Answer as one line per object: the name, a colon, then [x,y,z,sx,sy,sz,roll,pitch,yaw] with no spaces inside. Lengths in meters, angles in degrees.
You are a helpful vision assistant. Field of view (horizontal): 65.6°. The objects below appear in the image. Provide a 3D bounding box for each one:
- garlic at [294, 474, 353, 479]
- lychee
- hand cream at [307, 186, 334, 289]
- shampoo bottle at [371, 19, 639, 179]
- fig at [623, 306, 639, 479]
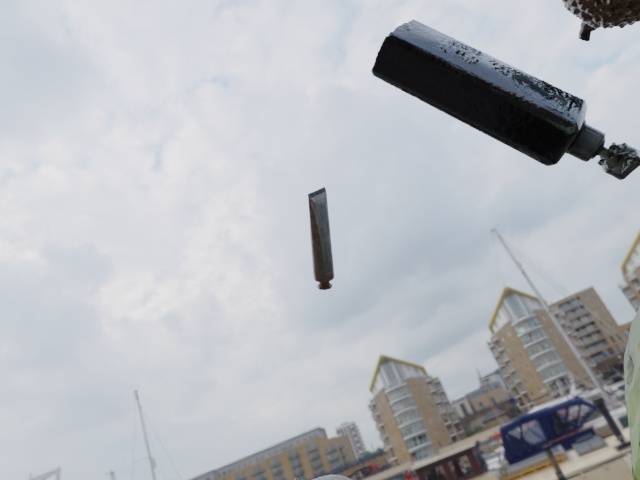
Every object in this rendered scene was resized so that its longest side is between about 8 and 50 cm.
garlic: [0.023,0.199,0.230,0.245,0.160,0.244,3,-40,2]
lychee: [0.460,-0.426,0.765,0.200,0.200,0.238,-11,-38,-20]
hand cream: [0.000,0.000,1.008,0.043,0.209,0.067,7,21,32]
shampoo bottle: [0.217,-0.159,0.582,0.098,0.310,0.071,-44,-17,-50]
fig: [0.328,0.095,0.398,0.234,0.167,0.167,-31,-28,13]
